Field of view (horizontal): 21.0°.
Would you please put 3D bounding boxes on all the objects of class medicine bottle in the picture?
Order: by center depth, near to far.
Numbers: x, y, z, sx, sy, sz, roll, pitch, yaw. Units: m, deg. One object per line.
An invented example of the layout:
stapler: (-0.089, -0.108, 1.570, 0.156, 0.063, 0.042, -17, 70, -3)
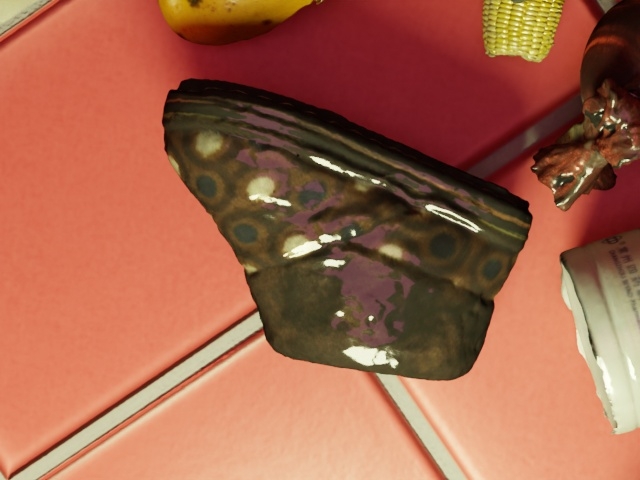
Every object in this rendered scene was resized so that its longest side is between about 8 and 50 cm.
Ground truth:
medicine bottle: (0.415, 0.055, 1.684, 0.332, 0.190, 0.190, -17, 94, 3)

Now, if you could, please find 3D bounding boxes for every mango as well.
mango: (-0.054, -0.314, 1.691, 0.290, 0.160, 0.191, -42, 98, 14)

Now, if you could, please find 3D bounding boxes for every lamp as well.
lamp: (0.308, -0.153, 1.694, 0.223, 0.215, 0.151, -29, 79, -19)

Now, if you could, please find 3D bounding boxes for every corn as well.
corn: (0.209, -0.262, 1.729, 0.085, 0.063, 0.165, 8, 96, -7)

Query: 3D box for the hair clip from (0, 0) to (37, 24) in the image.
hair clip: (-0.264, -0.306, 1.669, 0.282, 0.172, 0.113, -22, 76, 42)

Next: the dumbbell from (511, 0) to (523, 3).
dumbbell: (0.176, -0.425, 1.615, 0.179, 0.179, 0.406, -5, 88, 2)

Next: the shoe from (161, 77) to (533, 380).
shoe: (0.000, 0.000, 1.700, 0.384, 0.171, 0.237, 22, 91, -8)
